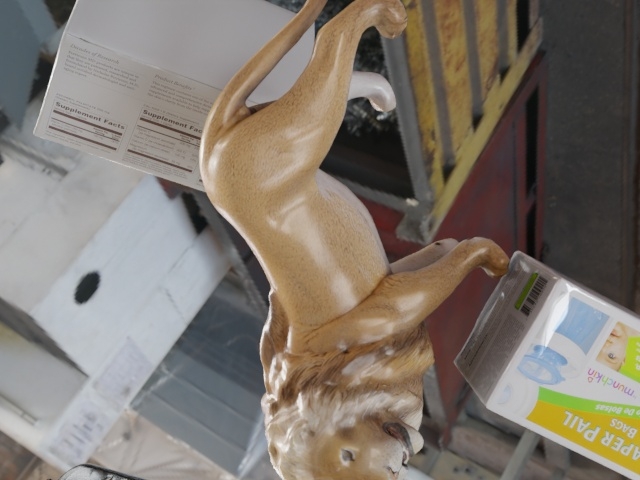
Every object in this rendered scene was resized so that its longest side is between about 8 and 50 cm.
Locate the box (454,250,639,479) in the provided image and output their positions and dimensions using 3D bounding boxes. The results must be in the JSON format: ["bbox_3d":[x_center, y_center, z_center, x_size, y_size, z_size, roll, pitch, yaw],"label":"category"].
[{"bbox_3d":[0.228,0.110,0.656,0.203,0.114,0.103,26,-172,-9],"label":"box"}]

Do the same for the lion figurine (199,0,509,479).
[{"bbox_3d":[0.000,0.000,0.646,0.392,0.240,0.142,62,167,-13],"label":"lion figurine"}]

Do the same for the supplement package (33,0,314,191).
[{"bbox_3d":[-0.153,-0.187,0.931,0.262,0.204,0.145,19,134,-18],"label":"supplement package"}]

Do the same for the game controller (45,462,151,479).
[{"bbox_3d":[-0.178,0.243,0.590,0.067,0.166,0.319,54,149,-13],"label":"game controller"}]
